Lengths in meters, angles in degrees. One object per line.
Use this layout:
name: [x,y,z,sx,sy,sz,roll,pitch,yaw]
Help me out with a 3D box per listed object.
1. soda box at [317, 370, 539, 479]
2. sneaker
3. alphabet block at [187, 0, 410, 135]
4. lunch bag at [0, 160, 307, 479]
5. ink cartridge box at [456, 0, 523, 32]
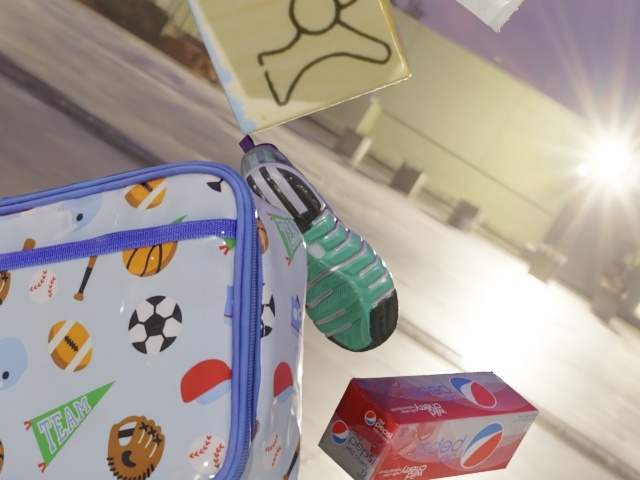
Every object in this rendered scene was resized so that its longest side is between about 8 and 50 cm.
soda box: [0.126,0.206,1.355,0.263,0.092,0.083,3,30,-47]
sneaker: [0.000,0.000,1.093,0.224,0.083,0.098,58,7,-33]
alphabet block: [-0.023,-0.253,1.367,0.193,0.197,0.192,-89,159,-68]
lunch bag: [-0.159,0.072,0.789,0.303,0.243,0.115,-8,-20,23]
ink cartridge box: [0.063,-0.164,0.614,0.115,0.063,0.029,34,19,-18]
